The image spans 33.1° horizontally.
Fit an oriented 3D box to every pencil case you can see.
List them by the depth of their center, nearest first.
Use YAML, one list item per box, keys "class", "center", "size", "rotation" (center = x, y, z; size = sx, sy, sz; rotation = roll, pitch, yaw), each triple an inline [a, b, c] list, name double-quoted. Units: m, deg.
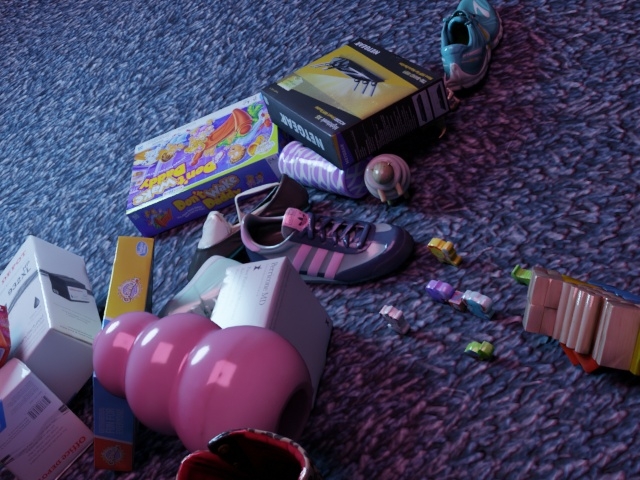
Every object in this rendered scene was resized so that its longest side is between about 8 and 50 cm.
- class: "pencil case"
  center: [0.011, -0.138, 2.039]
  size: [0.206, 0.086, 0.088]
  rotation: [16, 71, 44]

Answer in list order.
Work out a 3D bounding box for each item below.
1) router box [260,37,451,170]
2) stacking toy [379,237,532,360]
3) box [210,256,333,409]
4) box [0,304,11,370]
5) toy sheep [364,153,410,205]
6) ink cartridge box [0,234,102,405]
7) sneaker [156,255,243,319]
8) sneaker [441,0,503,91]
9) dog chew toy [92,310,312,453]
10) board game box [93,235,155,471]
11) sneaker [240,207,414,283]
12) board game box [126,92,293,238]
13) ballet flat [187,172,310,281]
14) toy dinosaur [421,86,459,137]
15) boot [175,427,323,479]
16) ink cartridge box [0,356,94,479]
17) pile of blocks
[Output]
- class: "router box"
  center: [0.060, -0.266, 2.049]
  size: [0.243, 0.081, 0.309]
  rotation: [-30, 34, -15]
- class: "stacking toy"
  center: [0.218, 0.088, 1.684]
  size: [0.221, 0.052, 0.167]
  rotation: [17, 60, 43]
- class: "box"
  center: [-0.081, 0.154, 1.715]
  size: [0.119, 0.182, 0.181]
  rotation: [-11, 43, 27]
- class: "box"
  center: [-0.642, 0.229, 1.866]
  size: [0.257, 0.128, 0.122]
  rotation: [-59, 32, 24]
- class: "toy sheep"
  center: [0.121, -0.111, 1.923]
  size: [0.091, 0.132, 0.091]
  rotation: [-1, 85, 11]
- class: "ink cartridge box"
  center: [-0.528, 0.171, 1.998]
  size: [0.223, 0.129, 0.307]
  rotation: [-51, 36, 15]
- class: "sneaker"
  center: [-0.189, 0.138, 1.881]
  size: [0.151, 0.094, 0.256]
  rotation: [11, 57, 38]
- class: "sneaker"
  center: [0.290, -0.409, 2.112]
  size: [0.107, 0.110, 0.275]
  rotation: [-9, 39, 23]
- class: "dog chew toy"
  center: [-0.181, 0.197, 1.532]
  size: [0.332, 0.206, 0.206]
  rotation: [18, 59, 24]
- class: "board game box"
  center: [-0.328, 0.186, 1.811]
  size: [0.064, 0.242, 0.316]
  rotation: [5, 42, -6]
- class: "sneaker"
  center: [0.000, 0.000, 1.864]
  size: [0.319, 0.131, 0.112]
  rotation: [-6, 45, 29]
- class: "board game box"
  center: [-0.225, -0.163, 2.238]
  size: [0.347, 0.078, 0.233]
  rotation: [-21, 40, 15]
- class: "ballet flat"
  center: [-0.153, -0.032, 2.030]
  size: [0.280, 0.096, 0.095]
  rotation: [-35, 14, -5]
- class: "toy dinosaur"
  center: [0.221, -0.245, 2.052]
  size: [0.092, 0.053, 0.183]
  rotation: [-47, 37, 6]
- class: "boot"
  center: [-0.101, 0.368, 1.415]
  size: [0.377, 0.284, 0.138]
  rotation: [-2, 49, 32]
- class: "ink cartridge box"
  center: [-0.498, 0.315, 1.826]
  size: [0.139, 0.191, 0.082]
  rotation: [-46, 39, -16]
- class: "pile of blocks"
  center: [0.414, 0.136, 1.477]
  size: [0.362, 0.149, 0.113]
  rotation: [27, 110, 58]
